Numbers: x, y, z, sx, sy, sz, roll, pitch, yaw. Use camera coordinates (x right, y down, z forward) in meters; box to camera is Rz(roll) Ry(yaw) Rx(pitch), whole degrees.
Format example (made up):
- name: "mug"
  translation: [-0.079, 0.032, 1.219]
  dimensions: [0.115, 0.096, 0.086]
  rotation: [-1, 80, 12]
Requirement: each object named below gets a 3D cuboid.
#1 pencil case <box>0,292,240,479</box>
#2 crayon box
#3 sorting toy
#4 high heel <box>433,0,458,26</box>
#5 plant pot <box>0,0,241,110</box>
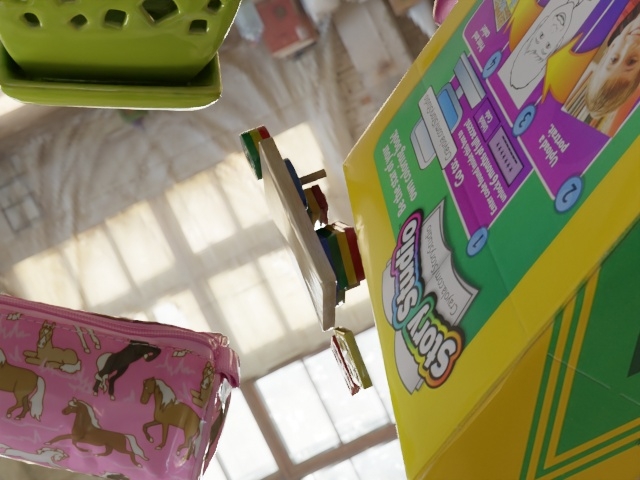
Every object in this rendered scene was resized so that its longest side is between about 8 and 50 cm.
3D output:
- name: "pencil case"
  translation: [-0.272, 0.131, 1.063]
  dimensions: [0.386, 0.160, 0.167]
  rotation: [13, 155, 0]
- name: "crayon box"
  translation: [0.150, -0.063, 0.631]
  dimensions: [0.313, 0.106, 0.363]
  rotation: [-55, -161, 23]
- name: "sorting toy"
  translation: [0.000, 0.000, 0.918]
  dimensions: [0.046, 0.275, 0.132]
  rotation: [-21, 160, -8]
- name: "high heel"
  translation: [0.279, -0.153, 0.856]
  dimensions: [0.181, 0.377, 0.127]
  rotation: [-54, -175, 32]
- name: "plant pot"
  translation: [-0.186, -0.244, 0.980]
  dimensions: [0.227, 0.207, 0.228]
  rotation: [0, -138, -12]
